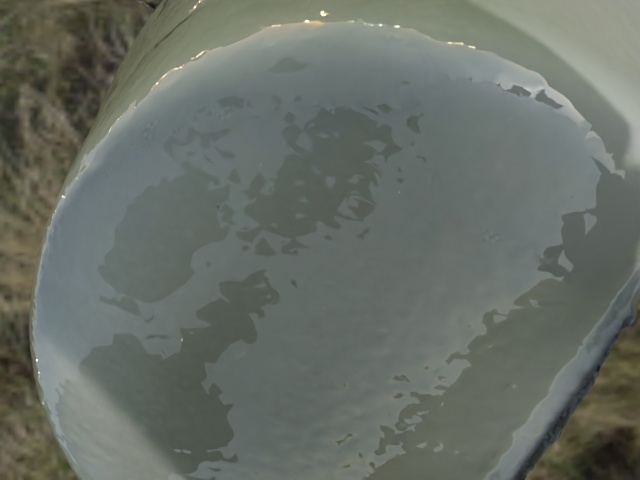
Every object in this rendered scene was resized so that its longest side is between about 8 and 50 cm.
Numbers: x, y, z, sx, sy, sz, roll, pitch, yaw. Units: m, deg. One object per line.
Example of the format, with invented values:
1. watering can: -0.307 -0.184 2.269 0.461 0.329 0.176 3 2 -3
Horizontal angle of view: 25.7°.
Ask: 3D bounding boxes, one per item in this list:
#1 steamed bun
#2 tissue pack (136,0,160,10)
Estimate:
1. steamed bun: 0.000 0.000 0.453 0.146 0.164 0.242 -75 10 -51
2. tissue pack: 0.035 -0.188 0.592 0.305 0.238 0.239 -51 56 38
